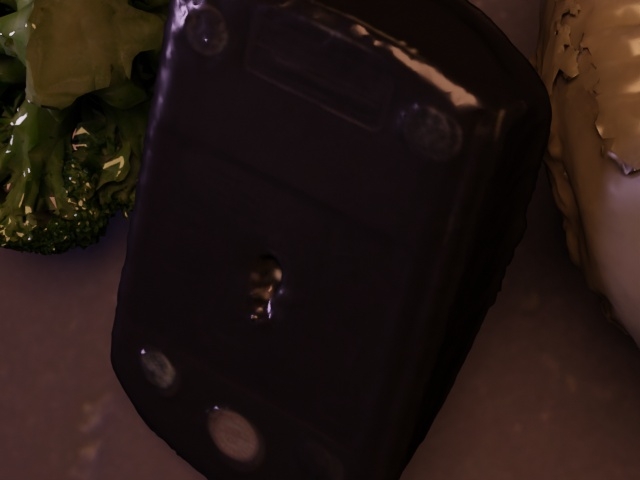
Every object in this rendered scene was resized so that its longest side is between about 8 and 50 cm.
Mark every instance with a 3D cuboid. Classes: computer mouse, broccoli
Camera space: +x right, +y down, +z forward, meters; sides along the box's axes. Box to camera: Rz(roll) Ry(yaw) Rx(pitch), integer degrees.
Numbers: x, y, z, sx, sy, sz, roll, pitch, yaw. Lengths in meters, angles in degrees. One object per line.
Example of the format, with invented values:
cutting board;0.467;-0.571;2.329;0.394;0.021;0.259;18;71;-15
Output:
computer mouse;0.000;0.000;0.543;0.170;0.269;0.100;27;34;16
broccoli;-0.127;-0.084;0.597;0.195;0.156;0.195;-1;93;-27

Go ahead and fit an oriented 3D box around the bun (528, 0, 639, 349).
bun;0.257;-0.045;0.525;0.359;0.211;0.360;-2;63;4
